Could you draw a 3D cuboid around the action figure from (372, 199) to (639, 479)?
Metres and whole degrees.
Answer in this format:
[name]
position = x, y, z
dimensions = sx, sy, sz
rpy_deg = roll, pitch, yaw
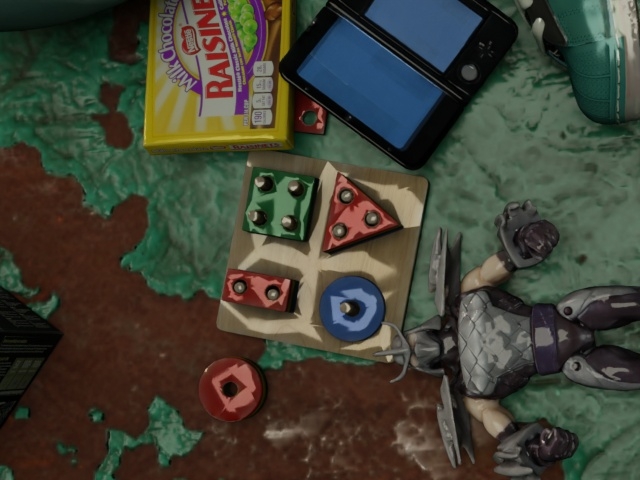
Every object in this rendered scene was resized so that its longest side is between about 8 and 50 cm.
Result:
[action figure]
position = 0.172, 0.063, 1.061
dimensions = 0.285, 0.099, 0.185
rpy_deg = -4, 95, 15

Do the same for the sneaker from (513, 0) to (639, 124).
[sneaker]
position = 0.138, -0.211, 1.084
dimensions = 0.121, 0.108, 0.302
rpy_deg = -15, 76, 11

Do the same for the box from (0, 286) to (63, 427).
[box]
position = -0.274, 0.100, 1.101
dimensions = 0.077, 0.180, 0.147
rpy_deg = 35, 94, 11

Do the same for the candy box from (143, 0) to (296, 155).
[candy box]
position = -0.069, -0.162, 1.139
dimensions = 0.105, 0.027, 0.206
rpy_deg = -3, 75, 13

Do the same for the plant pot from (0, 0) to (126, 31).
[plant pot]
position = -0.243, -0.261, 1.096
dimensions = 0.195, 0.290, 0.290
rpy_deg = -25, 80, 46

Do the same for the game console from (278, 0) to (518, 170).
[game console]
position = 0.053, -0.130, 1.094
dimensions = 0.122, 0.071, 0.107
rpy_deg = 36, 126, 0

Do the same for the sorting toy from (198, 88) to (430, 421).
[sorting toy]
position = 0.000, 0.000, 1.123
dimensions = 0.132, 0.046, 0.275
rpy_deg = 11, 88, 11
